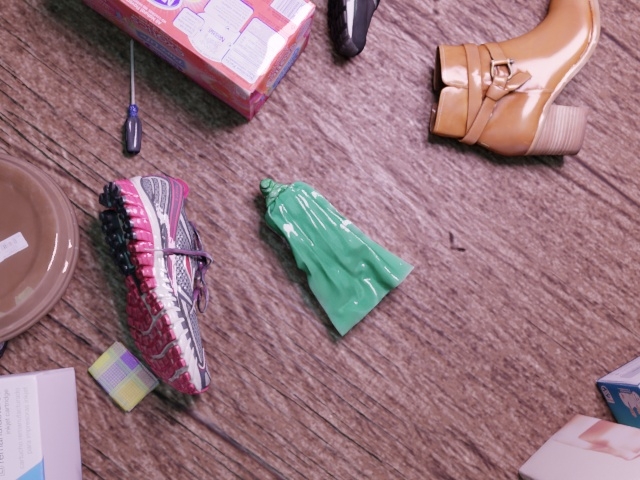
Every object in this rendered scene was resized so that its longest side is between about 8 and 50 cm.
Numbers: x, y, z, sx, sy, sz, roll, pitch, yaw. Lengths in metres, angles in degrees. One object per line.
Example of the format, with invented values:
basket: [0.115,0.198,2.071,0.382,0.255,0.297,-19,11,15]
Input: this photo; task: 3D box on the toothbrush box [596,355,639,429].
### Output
toothbrush box: [0.560,0.277,1.042,0.216,0.126,0.296,-27,86,-9]

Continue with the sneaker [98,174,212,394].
sneaker: [-0.192,0.057,1.001,0.112,0.121,0.299,-15,93,-38]

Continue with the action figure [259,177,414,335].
action figure: [0.000,0.000,1.049,0.137,0.063,0.232,-43,93,-7]

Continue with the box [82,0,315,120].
box: [-0.173,-0.319,1.029,0.300,0.142,0.154,35,81,-1]

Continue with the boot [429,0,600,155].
boot: [0.274,-0.263,1.100,0.220,0.109,0.284,8,90,-1]

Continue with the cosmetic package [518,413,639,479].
cosmetic package: [0.382,0.320,0.932,0.129,0.296,0.153,-41,89,-8]

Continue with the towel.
towel: [-0.266,0.184,1.027,0.083,0.009,0.060,44,82,1]

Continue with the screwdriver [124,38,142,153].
screwdriver: [-0.264,-0.204,1.066,0.024,0.025,0.170,-2,84,-6]

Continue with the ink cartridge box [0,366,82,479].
ink cartridge box: [-0.444,0.267,0.903,0.270,0.197,0.198,-6,83,-6]

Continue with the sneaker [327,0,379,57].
sneaker: [0.082,-0.401,1.089,0.124,0.107,0.283,4,83,-11]

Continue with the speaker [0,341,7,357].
speaker: [-0.483,0.119,0.989,0.136,0.055,0.055,11,82,-4]

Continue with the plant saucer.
plant saucer: [-0.457,0.003,0.985,0.277,0.041,0.278,3,70,-8]
